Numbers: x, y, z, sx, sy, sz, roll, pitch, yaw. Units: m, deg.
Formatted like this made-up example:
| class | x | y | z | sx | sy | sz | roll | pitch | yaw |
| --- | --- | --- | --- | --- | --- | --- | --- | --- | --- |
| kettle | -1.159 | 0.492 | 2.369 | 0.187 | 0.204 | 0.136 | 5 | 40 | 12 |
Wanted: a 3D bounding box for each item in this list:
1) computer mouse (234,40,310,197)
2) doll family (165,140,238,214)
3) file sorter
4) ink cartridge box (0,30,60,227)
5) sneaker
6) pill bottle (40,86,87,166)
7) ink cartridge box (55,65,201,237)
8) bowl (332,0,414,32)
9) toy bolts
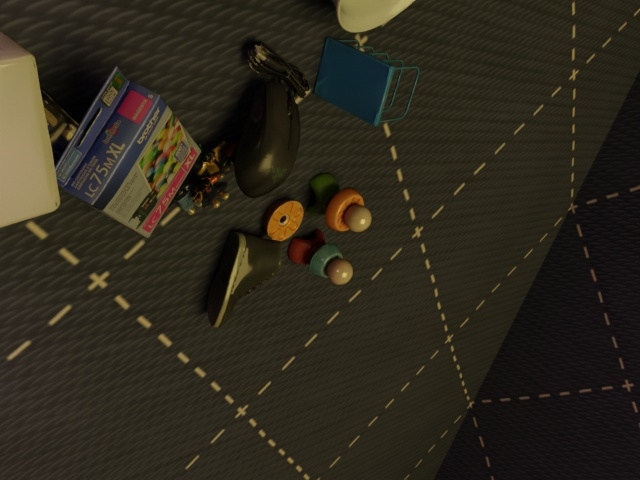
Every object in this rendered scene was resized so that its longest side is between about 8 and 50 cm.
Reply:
| class | x | y | z | sx | sy | sz | roll | pitch | yaw |
| --- | --- | --- | --- | --- | --- | --- | --- | --- | --- |
| computer mouse | -0.081 | -0.208 | 1.257 | 0.188 | 0.072 | 0.272 | 22 | 79 | -58 |
| doll family | -0.209 | -0.116 | 1.267 | 0.193 | 0.076 | 0.111 | -56 | 165 | -4 |
| file sorter | 0.091 | -0.317 | 1.363 | 0.105 | 0.170 | 0.118 | -17 | 132 | -46 |
| ink cartridge box | -0.479 | -0.139 | 0.660 | 0.286 | 0.395 | 0.166 | -24 | 133 | -36 |
| sneaker | -0.160 | 0.093 | 1.478 | 0.118 | 0.083 | 0.222 | 10 | 112 | -33 |
| pill bottle | -0.436 | -0.104 | 0.976 | 0.219 | 0.123 | 0.122 | -46 | 145 | -9 |
| ink cartridge box | -0.285 | -0.120 | 1.061 | 0.185 | 0.065 | 0.311 | -60 | 170 | -7 |
| bowl | 0.106 | -0.517 | 1.193 | 0.298 | 0.134 | 0.298 | -36 | 168 | -9 |
| toy bolts | 0.000 | 0.000 | 1.539 | 0.218 | 0.158 | 0.228 | -26 | 137 | -33 |
